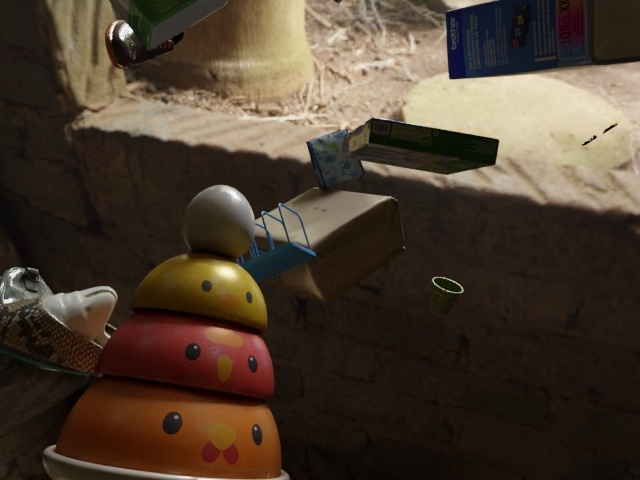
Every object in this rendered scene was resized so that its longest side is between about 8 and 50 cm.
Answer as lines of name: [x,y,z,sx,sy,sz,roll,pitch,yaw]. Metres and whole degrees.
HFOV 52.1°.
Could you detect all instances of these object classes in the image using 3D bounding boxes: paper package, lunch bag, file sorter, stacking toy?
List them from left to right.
lunch bag: [-0.653,0.226,1.302,0.305,0.212,0.256,-35,61,13]
stacking toy: [-0.196,0.140,0.997,0.350,0.350,0.480,5,76,8]
file sorter: [-0.119,0.011,1.343,0.170,0.118,0.104,-24,69,17]
paper package: [0.000,0.000,1.721,0.309,0.168,0.325,-31,27,-31]
lunch bag: [0.041,-0.233,1.872,0.129,0.151,0.096,-19,-3,-8]

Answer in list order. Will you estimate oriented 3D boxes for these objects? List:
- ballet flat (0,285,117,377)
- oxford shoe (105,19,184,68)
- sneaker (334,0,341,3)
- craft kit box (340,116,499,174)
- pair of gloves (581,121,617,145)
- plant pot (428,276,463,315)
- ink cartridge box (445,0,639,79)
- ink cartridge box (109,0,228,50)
ballet flat: [-0.356,0.190,1.179,0.483,0.182,0.164,33,4,-19]
oxford shoe: [-0.377,-0.435,1.411,0.098,0.097,0.271,-5,26,12]
sneaker: [-0.030,-0.568,1.256,0.281,0.115,0.105,46,20,21]
craft kit box: [0.186,-0.182,1.304,0.250,0.061,0.246,8,3,-9]
pair of gloves: [0.612,-0.234,1.435,0.010,0.083,0.074,57,34,6]
plant pot: [0.317,0.149,1.694,0.083,0.079,0.083,14,21,-5]
ink cartridge box: [0.441,-0.413,1.322,0.270,0.151,0.395,-14,16,-35]
ink cartridge box: [-0.343,-0.563,1.297,0.211,0.289,0.121,-40,4,-19]
